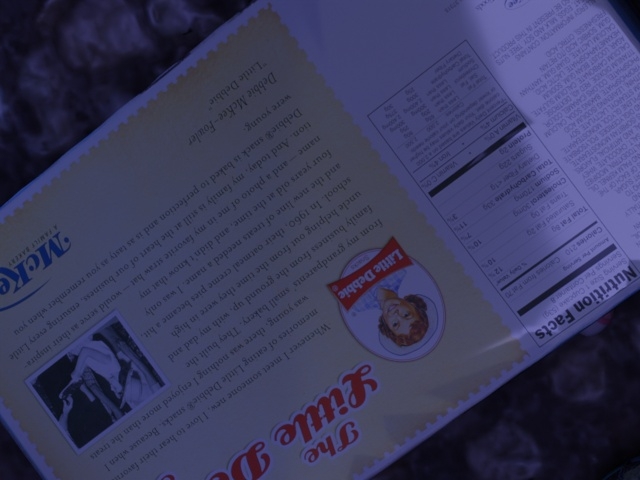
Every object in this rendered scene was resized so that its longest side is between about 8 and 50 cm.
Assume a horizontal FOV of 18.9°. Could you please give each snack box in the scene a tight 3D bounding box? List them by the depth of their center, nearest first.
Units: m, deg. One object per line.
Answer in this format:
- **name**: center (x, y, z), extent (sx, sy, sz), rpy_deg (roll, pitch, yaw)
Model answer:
- **snack box**: center (0.000, 0.000, 0.806), extent (0.322, 0.060, 0.187), rpy_deg (-37, 88, 19)

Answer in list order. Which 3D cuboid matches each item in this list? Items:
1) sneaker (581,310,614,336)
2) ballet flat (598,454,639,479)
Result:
- **sneaker**: center (0.107, -0.028, 0.828), extent (0.070, 0.051, 0.134), rpy_deg (-29, 93, 18)
- **ballet flat**: center (0.178, 0.179, 0.868), extent (0.070, 0.070, 0.188), rpy_deg (-27, 96, 13)
